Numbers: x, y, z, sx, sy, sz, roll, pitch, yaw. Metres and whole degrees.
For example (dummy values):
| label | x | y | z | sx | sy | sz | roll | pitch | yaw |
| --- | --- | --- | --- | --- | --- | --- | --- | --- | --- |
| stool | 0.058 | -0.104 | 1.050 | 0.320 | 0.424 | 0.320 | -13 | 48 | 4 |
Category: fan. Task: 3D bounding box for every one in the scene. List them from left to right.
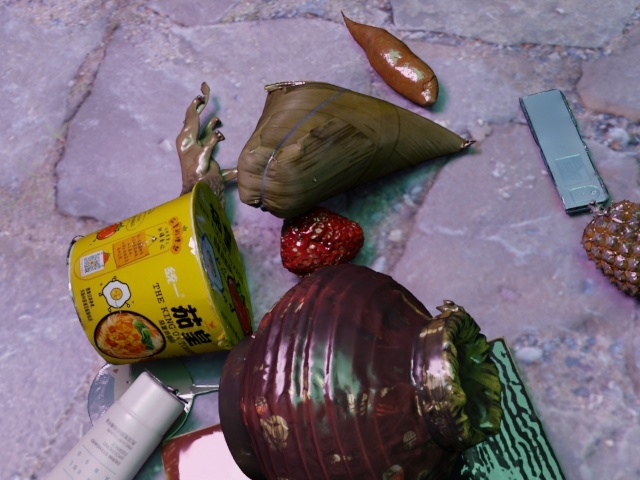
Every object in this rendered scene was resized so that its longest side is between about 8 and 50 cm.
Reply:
| label | x | y | z | sx | sy | sz | roll | pitch | yaw |
| --- | --- | --- | --- | --- | --- | --- | --- | --- | --- |
| fan | -0.157 | 0.160 | 0.949 | 0.175 | 0.005 | 0.113 | -6 | 60 | 0 |

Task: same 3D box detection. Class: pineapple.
| label | x | y | z | sx | sy | sz | roll | pitch | yaw |
| --- | --- | --- | --- | --- | --- | --- | --- | --- | --- |
| pineapple | 0.360 | 0.035 | 0.940 | 0.103 | 0.083 | 0.221 | -34 | 66 | -14 |

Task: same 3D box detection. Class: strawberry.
| label | x | y | z | sx | sy | sz | roll | pitch | yaw |
| --- | --- | --- | --- | --- | --- | --- | --- | --- | --- |
| strawberry | 0.000 | 0.000 | 0.990 | 0.096 | 0.083 | 0.083 | -11 | 60 | -6 |

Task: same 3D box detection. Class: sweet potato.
| label | x | y | z | sx | sy | sz | roll | pitch | yaw |
| --- | --- | --- | --- | --- | --- | --- | --- | --- | --- |
| sweet potato | 0.083 | -0.233 | 1.131 | 0.056 | 0.056 | 0.195 | -31 | 59 | -13 |

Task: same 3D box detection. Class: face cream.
| label | x | y | z | sx | sy | sz | roll | pitch | yaw |
| --- | --- | --- | --- | --- | --- | --- | --- | --- | --- |
| face cream | -0.229 | 0.236 | 0.884 | 0.092 | 0.058 | 0.244 | 35 | 78 | 19 |

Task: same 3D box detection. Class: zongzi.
| label | x | y | z | sx | sy | sz | roll | pitch | yaw |
| --- | --- | --- | --- | --- | --- | --- | --- | --- | --- |
| zongzi | 0.044 | -0.087 | 0.991 | 0.256 | 0.115 | 0.228 | 13 | 30 | 0 |

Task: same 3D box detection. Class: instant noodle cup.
| label | x | y | z | sx | sy | sz | roll | pitch | yaw |
| --- | --- | --- | --- | --- | --- | --- | --- | --- | --- |
| instant noodle cup | -0.164 | 0.045 | 0.926 | 0.144 | 0.182 | 0.182 | -15 | 60 | 6 |

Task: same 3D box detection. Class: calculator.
| label | x | y | z | sx | sy | sz | roll | pitch | yaw |
| --- | --- | --- | --- | --- | --- | --- | --- | --- | --- |
| calculator | 0.285 | -0.107 | 1.063 | 0.057 | 0.018 | 0.172 | -12 | 60 | -4 |

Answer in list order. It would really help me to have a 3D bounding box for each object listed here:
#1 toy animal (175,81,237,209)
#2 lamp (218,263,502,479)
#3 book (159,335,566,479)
| label | x | y | z | sx | sy | sz | roll | pitch | yaw |
| --- | --- | --- | --- | --- | --- | --- | --- | --- | --- |
| toy animal | -0.131 | -0.104 | 1.061 | 0.086 | 0.069 | 0.220 | -15 | 56 | 18 |
| lamp | 0.038 | 0.137 | 0.792 | 0.247 | 0.247 | 0.247 | -2 | 60 | 3 |
| book | 0.052 | 0.261 | 0.866 | 0.374 | 0.028 | 0.263 | -16 | 61 | -6 |
